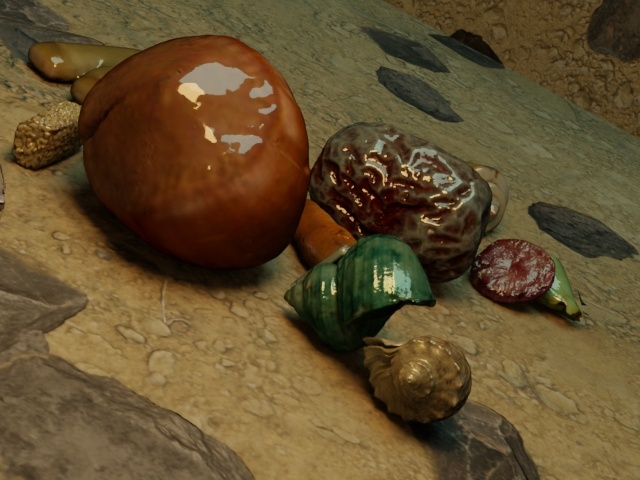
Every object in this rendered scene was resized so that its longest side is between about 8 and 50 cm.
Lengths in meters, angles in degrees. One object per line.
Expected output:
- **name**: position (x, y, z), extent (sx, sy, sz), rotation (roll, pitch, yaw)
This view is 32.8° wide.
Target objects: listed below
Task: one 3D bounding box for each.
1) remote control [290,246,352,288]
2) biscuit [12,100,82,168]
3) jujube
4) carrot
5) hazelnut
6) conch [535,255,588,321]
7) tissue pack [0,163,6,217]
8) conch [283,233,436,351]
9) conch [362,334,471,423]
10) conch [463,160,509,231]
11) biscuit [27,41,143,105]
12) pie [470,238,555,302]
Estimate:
- **remote control**: position (0.010, 0.043, 1.593), extent (0.053, 0.124, 0.018), rotation (5, 57, -47)
- **biscuit**: position (-0.405, -0.165, 1.650), extent (0.070, 0.082, 0.168), rotation (26, 24, 5)
- **jujube**: position (0.133, -0.067, 1.816), extent (0.317, 0.226, 0.226), rotation (27, 23, 16)
- **carrot**: position (0.000, 0.000, 1.721), extent (0.087, 0.087, 0.193), rotation (8, 24, -35)
- **hazelnut**: position (-0.165, -0.122, 1.559), extent (0.372, 0.315, 0.372), rotation (54, 7, -10)
- **conch**: position (0.412, 0.084, 1.971), extent (0.105, 0.079, 0.170), rotation (-3, 37, -24)
- **tissue pack**: position (-0.562, -0.093, 1.290), extent (0.343, 0.125, 0.242), rotation (13, 27, -27)
- **conch**: position (0.051, 0.071, 1.494), extent (0.134, 0.202, 0.196), rotation (66, 17, 14)
- **conch**: position (0.130, 0.168, 1.440), extent (0.155, 0.130, 0.207), rotation (45, 14, 11)
- **conch**: position (0.302, -0.116, 2.192), extent (0.158, 0.127, 0.255), rotation (12, 31, -31)
- **biscuit**: position (-0.363, -0.292, 1.985), extent (0.237, 0.062, 0.290), rotation (40, 26, 30)
- **pie**: position (0.342, 0.054, 1.929), extent (0.154, 0.036, 0.154), rotation (-1, 46, 1)
